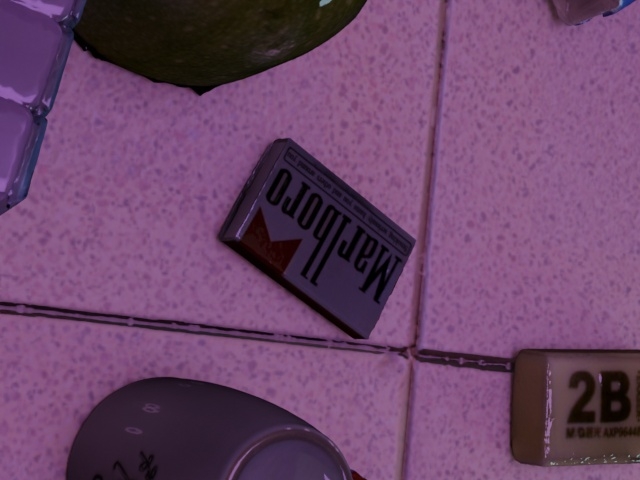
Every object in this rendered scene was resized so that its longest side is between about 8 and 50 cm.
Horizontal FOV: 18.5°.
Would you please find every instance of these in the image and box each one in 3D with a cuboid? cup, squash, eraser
[{"bbox_3d":[-0.077,0.251,1.679,0.186,0.234,0.258,-18,100,-31],"label":"cup"},{"bbox_3d":[-0.055,-0.292,1.658,0.310,0.309,0.310,2,87,-32],"label":"squash"},{"bbox_3d":[0.278,0.170,2.006,0.172,0.058,0.117,3,88,-33],"label":"eraser"}]

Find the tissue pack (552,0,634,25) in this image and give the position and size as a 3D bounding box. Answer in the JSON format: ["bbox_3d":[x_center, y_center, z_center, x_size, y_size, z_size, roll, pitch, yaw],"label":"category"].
[{"bbox_3d":[0.341,-0.364,2.010,0.269,0.137,0.209,-28,105,-30],"label":"tissue pack"}]

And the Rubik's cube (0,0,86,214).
[{"bbox_3d":[-0.329,-0.142,1.501,0.221,0.231,0.225,22,71,-21],"label":"Rubik's cube"}]

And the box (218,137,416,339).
[{"bbox_3d":[0.000,0.000,1.846,0.177,0.036,0.115,38,70,-26],"label":"box"}]

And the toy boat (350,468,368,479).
[{"bbox_3d":[0.047,0.284,1.850,0.059,0.069,0.173,-49,118,-32],"label":"toy boat"}]
